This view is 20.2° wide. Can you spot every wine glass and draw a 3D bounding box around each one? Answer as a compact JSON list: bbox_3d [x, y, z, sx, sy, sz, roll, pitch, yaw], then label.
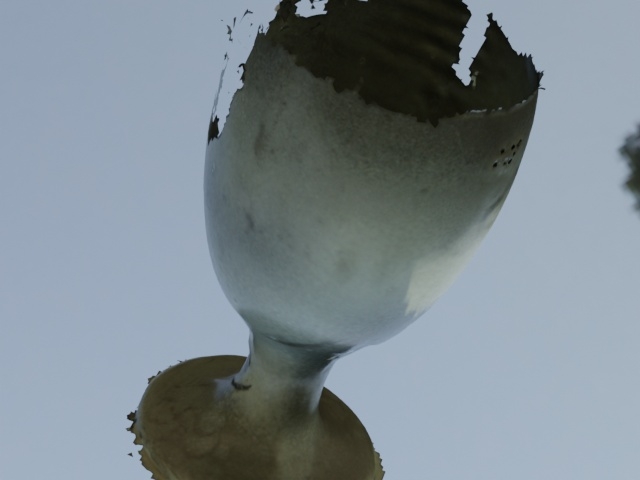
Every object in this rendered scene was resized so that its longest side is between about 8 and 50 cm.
[{"bbox_3d":[0.004,0.004,1.107,0.190,0.357,0.190,12,-147,-8],"label":"wine glass"}]
